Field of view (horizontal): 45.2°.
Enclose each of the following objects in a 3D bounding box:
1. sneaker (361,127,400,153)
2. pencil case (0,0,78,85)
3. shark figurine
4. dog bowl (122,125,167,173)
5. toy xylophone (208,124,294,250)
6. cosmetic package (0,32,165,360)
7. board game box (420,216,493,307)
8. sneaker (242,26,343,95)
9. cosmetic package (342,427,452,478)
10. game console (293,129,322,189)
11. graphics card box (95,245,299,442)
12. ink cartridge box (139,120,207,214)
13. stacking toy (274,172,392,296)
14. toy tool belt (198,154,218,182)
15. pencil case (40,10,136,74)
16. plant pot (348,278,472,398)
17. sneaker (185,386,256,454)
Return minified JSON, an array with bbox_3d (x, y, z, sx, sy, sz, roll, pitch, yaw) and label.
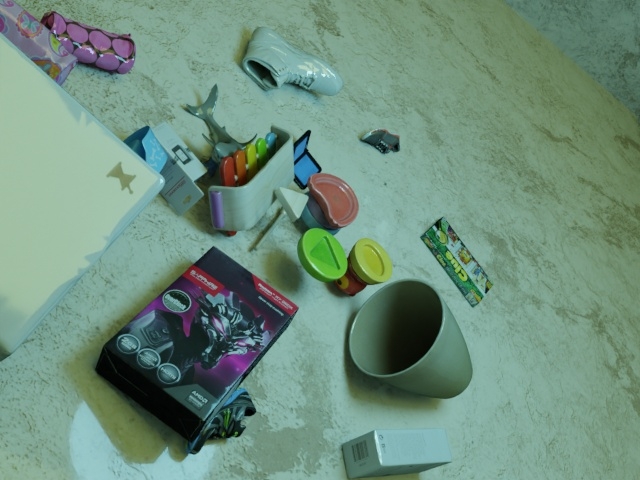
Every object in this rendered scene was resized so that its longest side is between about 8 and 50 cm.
[{"bbox_3d":[0.189,-0.293,2.299,0.158,0.061,0.064,-1,71,-43],"label":"sneaker"},{"bbox_3d":[-0.637,-0.419,1.560,0.284,0.124,0.124,40,43,-15],"label":"pencil case"},{"bbox_3d":[-0.212,-0.246,1.829,0.166,0.116,0.278,56,5,-42],"label":"shark figurine"},{"bbox_3d":[-0.406,-0.110,1.539,0.074,0.166,0.297,47,40,-26],"label":"dog bowl"},{"bbox_3d":[-0.145,-0.119,1.791,0.081,0.236,0.322,15,32,19],"label":"toy xylophone"},{"bbox_3d":[-0.502,-0.035,1.151,0.327,0.394,0.329,43,60,-13],"label":"cosmetic package"},{"bbox_3d":[0.408,0.061,2.287,0.259,0.030,0.136,53,43,-2],"label":"board game box"},{"bbox_3d":[-0.081,-0.450,2.122,0.293,0.108,0.169,28,48,-14],"label":"sneaker"},{"bbox_3d":[0.173,0.475,1.717,0.231,0.117,0.085,11,57,-37],"label":"cosmetic package"},{"bbox_3d":[-0.037,-0.214,2.023,0.071,0.107,0.122,26,40,10],"label":"game console"},{"bbox_3d":[-0.229,0.187,1.506,0.233,0.094,0.371,36,42,6],"label":"graphics card box"},{"bbox_3d":[-0.324,-0.156,1.684,0.180,0.104,0.060,50,40,-6],"label":"ink cartridge box"},{"bbox_3d":[0.000,0.000,1.864,0.280,0.130,0.308,-7,66,-47],"label":"stacking toy"},{"bbox_3d":[-0.261,-0.174,1.795,0.052,0.051,0.083,43,42,-13],"label":"toy tool belt"},{"bbox_3d":[-0.519,-0.441,1.705,0.209,0.095,0.098,10,92,-41],"label":"pencil case"},{"bbox_3d":[0.248,0.269,1.859,0.274,0.257,0.256,43,39,-39],"label":"plant pot"},{"bbox_3d":[-0.188,0.356,1.492,0.078,0.067,0.188,51,37,5],"label":"sneaker"}]
